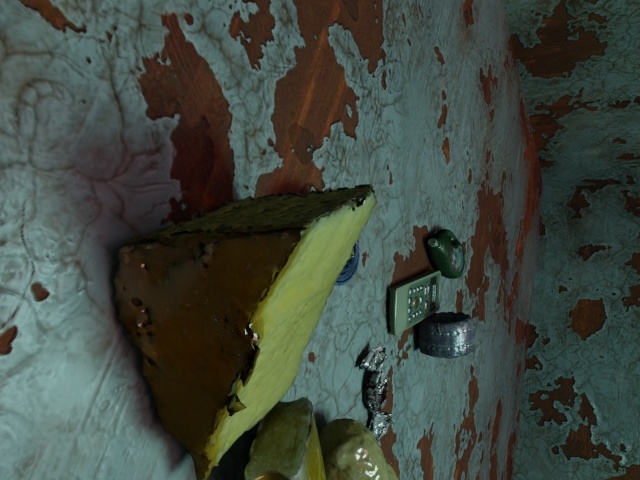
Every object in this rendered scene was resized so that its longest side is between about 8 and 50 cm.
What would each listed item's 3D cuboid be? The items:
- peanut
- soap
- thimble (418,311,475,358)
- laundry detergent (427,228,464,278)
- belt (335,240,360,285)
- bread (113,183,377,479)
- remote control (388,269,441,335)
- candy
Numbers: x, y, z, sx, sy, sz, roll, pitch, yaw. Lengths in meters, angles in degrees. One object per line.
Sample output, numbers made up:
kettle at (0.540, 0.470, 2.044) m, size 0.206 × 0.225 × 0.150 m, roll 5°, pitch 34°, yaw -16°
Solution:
peanut at (0.071, 0.452, 0.851) m, size 0.159 × 0.143 × 0.291 m, roll -110°, pitch 178°, yaw -68°
soap at (-0.036, 0.400, 0.677) m, size 0.173 × 0.089 × 0.274 m, roll -76°, pitch 158°, yaw -71°
thimble at (0.340, 0.252, 1.226) m, size 0.150 × 0.150 × 0.097 m, roll -11°, pitch 96°, yaw -55°
laundry detergent at (0.360, 0.028, 1.320) m, size 0.211 × 0.063 × 0.137 m, roll 33°, pitch 63°, yaw -50°
belt at (0.000, 0.000, 0.760) m, size 0.190 × 0.082 × 0.141 m, roll 41°, pitch 53°, yaw -51°
bread at (-0.050, 0.101, 0.541) m, size 0.248 × 0.279 × 0.315 m, roll -37°, pitch 110°, yaw -57°
remote control at (0.248, 0.154, 1.178) m, size 0.285 × 0.038 × 0.123 m, roll -8°, pitch 99°, yaw -56°
candy at (0.122, 0.343, 0.992) m, size 0.094 × 0.051 × 0.226 m, roll -15°, pitch 105°, yaw -52°
